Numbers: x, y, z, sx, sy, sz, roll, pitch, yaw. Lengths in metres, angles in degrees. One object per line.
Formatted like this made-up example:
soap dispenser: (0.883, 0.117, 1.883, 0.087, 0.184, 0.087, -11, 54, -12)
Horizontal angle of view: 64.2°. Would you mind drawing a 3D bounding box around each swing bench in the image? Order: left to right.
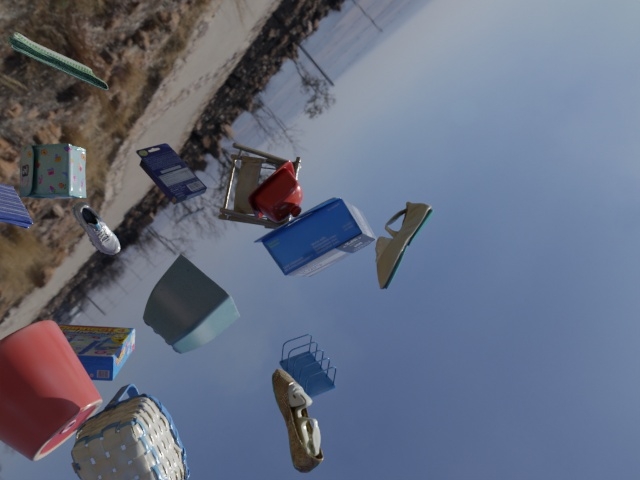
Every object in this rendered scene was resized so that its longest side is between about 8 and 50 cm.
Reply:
swing bench: (-0.216, -0.184, 1.835, 0.165, 0.254, 0.253, 155, -54, -76)

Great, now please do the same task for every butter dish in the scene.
butter dish: (-0.101, -0.110, 1.397, 0.160, 0.118, 0.160, -44, 164, -12)

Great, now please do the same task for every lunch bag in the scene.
lunch bag: (-1.130, -0.284, 2.123, 0.262, 0.224, 0.160, 1, 180, 4)

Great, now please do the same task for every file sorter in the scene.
file sorter: (-0.039, 0.399, 1.641, 0.118, 0.105, 0.170, -13, -142, -29)

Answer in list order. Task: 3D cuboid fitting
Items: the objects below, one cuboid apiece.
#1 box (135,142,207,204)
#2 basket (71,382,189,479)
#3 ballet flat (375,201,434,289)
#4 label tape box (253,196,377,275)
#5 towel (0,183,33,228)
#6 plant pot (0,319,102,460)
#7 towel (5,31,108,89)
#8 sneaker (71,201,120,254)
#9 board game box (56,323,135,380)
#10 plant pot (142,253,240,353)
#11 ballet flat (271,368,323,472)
box: (-0.503, -0.227, 1.710, 0.136, 0.225, 0.036, -31, 165, -47)
basket: (-0.400, 0.449, 1.089, 0.201, 0.255, 0.289, -23, 177, -4)
ballet flat: (0.170, 0.002, 1.148, 0.248, 0.086, 0.086, -53, -163, -30)
label tape box: (0.000, 0.000, 1.423, 0.249, 0.115, 0.347, -29, 170, 12)
towel: (-1.344, -0.163, 2.087, 0.336, 0.243, 0.040, 40, -76, 38)
plant pot: (-0.690, 0.373, 1.240, 0.275, 0.243, 0.275, -46, 174, -6)
towel: (-0.736, -0.504, 1.421, 0.325, 0.247, 0.038, 36, -79, 53)
sneaker: (-0.669, -0.032, 1.528, 0.071, 0.191, 0.083, -44, -154, -24)
board game box: (-0.838, 0.383, 1.777, 0.308, 0.086, 0.302, 4, -172, -8)
plant pot: (-0.473, 0.251, 1.808, 0.252, 0.247, 0.247, -47, 163, -19)
ballet flat: (-0.039, 0.350, 1.018, 0.067, 0.206, 0.073, -28, 162, 28)
